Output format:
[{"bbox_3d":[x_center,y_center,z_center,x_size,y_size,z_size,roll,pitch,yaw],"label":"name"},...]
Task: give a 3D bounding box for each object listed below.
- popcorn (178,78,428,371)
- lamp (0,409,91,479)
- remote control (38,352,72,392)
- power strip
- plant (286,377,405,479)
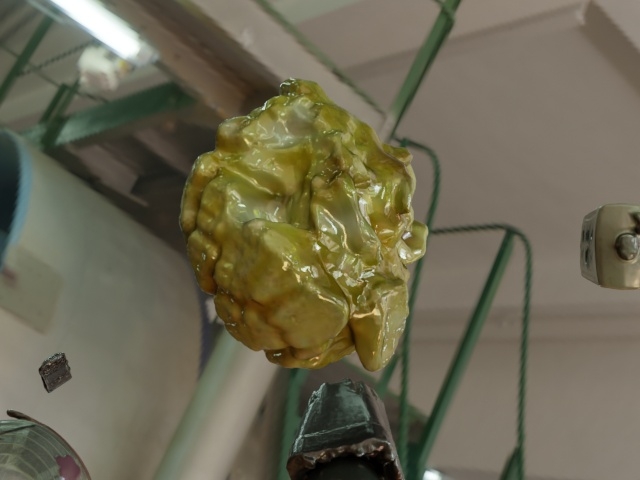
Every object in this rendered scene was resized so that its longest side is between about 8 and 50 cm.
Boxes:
[{"bbox_3d":[-0.012,-0.004,1.484,0.293,0.334,0.292,18,-30,20],"label":"popcorn"},{"bbox_3d":[-0.414,0.366,1.597,0.265,0.233,0.233,61,-20,12],"label":"lamp"},{"bbox_3d":[-0.333,0.163,1.495,0.014,0.039,0.096,52,-19,15],"label":"remote control"},{"bbox_3d":[0.296,0.005,1.221,0.048,0.080,0.286,4,1,9],"label":"power strip"},{"bbox_3d":[0.038,0.299,1.547,0.141,0.256,0.164,-8,-50,10],"label":"plant"}]
